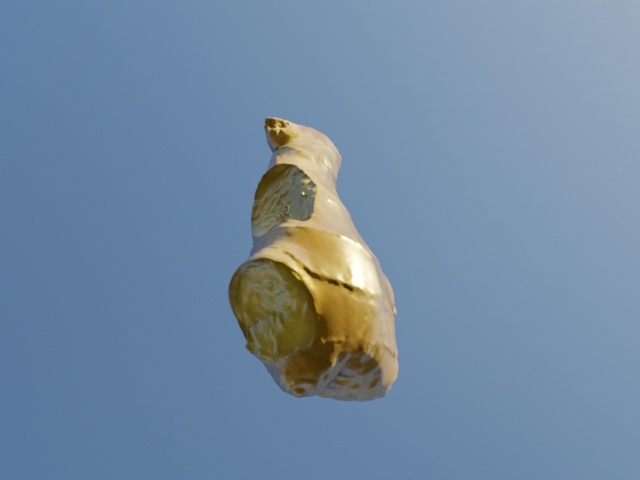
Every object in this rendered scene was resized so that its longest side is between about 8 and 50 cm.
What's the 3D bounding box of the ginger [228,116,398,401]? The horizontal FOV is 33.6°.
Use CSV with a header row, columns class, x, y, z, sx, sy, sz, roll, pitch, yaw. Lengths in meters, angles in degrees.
class,x,y,z,sx,sy,sz,roll,pitch,yaw
ginger,0.000,0.000,0.755,0.131,0.294,0.086,32,-62,-20
